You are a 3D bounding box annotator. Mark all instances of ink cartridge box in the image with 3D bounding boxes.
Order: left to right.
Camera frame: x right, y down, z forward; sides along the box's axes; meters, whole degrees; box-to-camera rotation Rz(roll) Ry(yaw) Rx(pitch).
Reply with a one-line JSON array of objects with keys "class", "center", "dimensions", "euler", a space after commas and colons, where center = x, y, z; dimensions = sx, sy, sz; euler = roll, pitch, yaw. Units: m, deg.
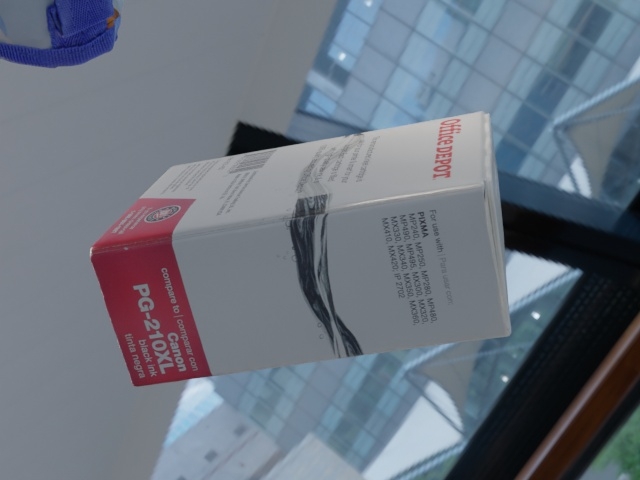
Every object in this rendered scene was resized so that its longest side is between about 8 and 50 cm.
[{"class": "ink cartridge box", "center": [0.000, 0.000, 0.622], "dimensions": [0.172, 0.237, 0.100], "euler": [-68, -33, -67]}]

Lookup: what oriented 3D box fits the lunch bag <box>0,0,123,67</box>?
[{"class": "lunch bag", "center": [-0.273, -0.317, 0.586], "dimensions": [0.239, 0.385, 0.328], "euler": [-40, -30, -34]}]
